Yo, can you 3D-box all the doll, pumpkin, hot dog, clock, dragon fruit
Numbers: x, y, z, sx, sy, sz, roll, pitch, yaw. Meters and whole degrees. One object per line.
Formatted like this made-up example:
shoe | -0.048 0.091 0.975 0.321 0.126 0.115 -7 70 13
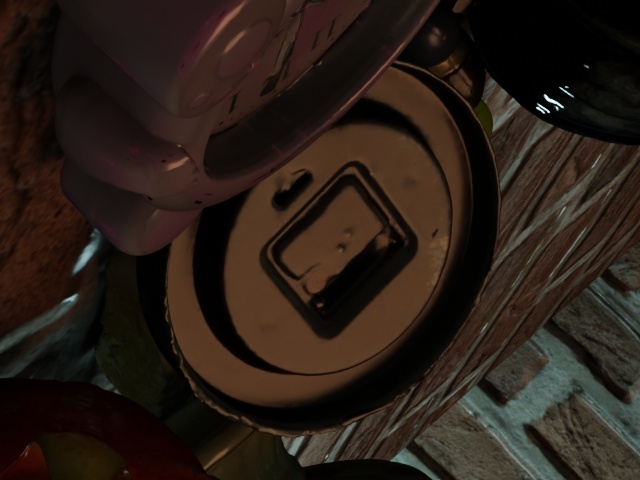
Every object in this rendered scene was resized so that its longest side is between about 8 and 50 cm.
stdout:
doll | 0.071 -0.148 1.433 0.102 0.089 0.179 -44 144 -6
pumpkin | 0.258 -0.197 1.395 0.296 0.296 0.296 -43 168 -12
hot dog | -0.120 0.061 1.469 0.073 0.084 0.242 -44 168 -23
clock | 0.000 0.000 1.359 0.280 0.055 0.281 -13 116 -29
dragon fruit | -0.202 0.239 1.310 0.290 0.290 0.189 -47 172 8
clock | -0.024 -0.135 1.071 0.295 0.113 0.322 -39 168 -26

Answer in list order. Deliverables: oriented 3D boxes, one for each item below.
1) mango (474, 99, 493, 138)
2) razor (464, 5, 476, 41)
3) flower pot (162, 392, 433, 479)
mango | 0.122 -0.103 1.788 0.073 0.056 0.108 -53 164 11
razor | 0.131 -0.170 1.635 0.253 0.042 0.082 -50 -151 17
flower pot | -0.054 0.249 1.514 0.307 0.244 0.307 -36 -173 5
